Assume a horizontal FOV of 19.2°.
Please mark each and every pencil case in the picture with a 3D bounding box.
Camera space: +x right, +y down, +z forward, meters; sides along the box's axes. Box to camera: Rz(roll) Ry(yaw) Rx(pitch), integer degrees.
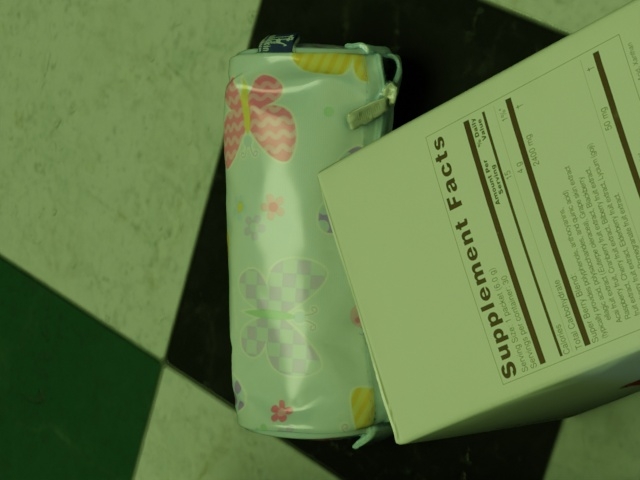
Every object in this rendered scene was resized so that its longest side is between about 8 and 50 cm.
[{"bbox_3d":[0.000,0.000,1.274,0.124,0.113,0.273,1,92,23],"label":"pencil case"}]

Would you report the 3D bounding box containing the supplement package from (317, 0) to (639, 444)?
[{"bbox_3d":[0.176,-0.013,1.068,0.293,0.177,0.175,-27,74,40],"label":"supplement package"}]
